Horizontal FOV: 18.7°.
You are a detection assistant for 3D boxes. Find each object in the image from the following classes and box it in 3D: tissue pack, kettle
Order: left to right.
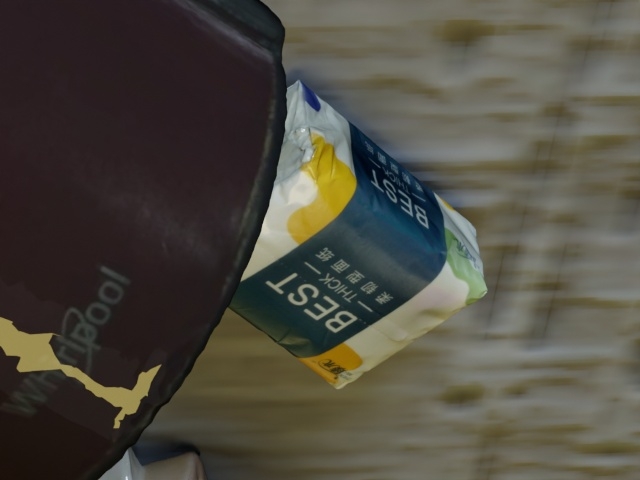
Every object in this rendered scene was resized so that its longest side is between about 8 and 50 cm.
[{"bbox_3d":[-0.124,-0.063,0.416,0.232,0.144,0.202,32,105,-31],"label":"kettle"},{"bbox_3d":[0.000,0.000,0.564,0.062,0.042,0.083,-34,132,22],"label":"tissue pack"}]

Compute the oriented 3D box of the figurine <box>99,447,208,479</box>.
[{"bbox_3d":[-0.070,0.177,0.610,0.162,0.237,0.141,-12,130,0],"label":"figurine"}]
